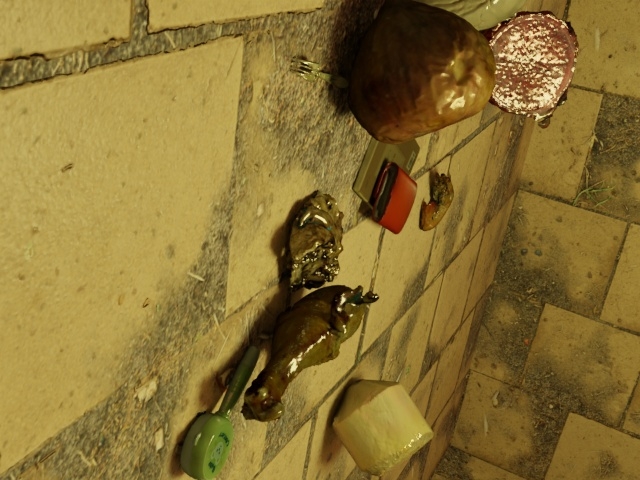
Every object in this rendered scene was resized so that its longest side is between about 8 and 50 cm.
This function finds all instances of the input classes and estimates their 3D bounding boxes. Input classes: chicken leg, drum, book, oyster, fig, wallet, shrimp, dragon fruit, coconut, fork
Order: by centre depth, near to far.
[{"bbox_3d":[0.007,-0.283,1.400,0.219,0.028,0.034,-4,108,-67],"label":"fork"},{"bbox_3d":[-0.178,0.299,1.430,0.130,0.049,0.253,52,55,-66],"label":"drum"},{"bbox_3d":[0.172,-0.373,1.488,0.286,0.286,0.369,-25,104,-62],"label":"fig"},{"bbox_3d":[-0.050,0.210,1.539,0.361,0.140,0.211,-42,174,-35],"label":"chicken leg"},{"bbox_3d":[0.000,0.000,1.567,0.214,0.083,0.223,82,28,-55],"label":"oyster"},{"bbox_3d":[0.161,-0.172,1.884,0.217,0.021,0.310,-68,159,-6],"label":"book"},{"bbox_3d":[0.173,-0.096,1.891,0.142,0.045,0.204,-71,160,-1],"label":"wallet"},{"bbox_3d":[0.154,0.485,2.155,0.239,0.244,0.239,-32,161,-12],"label":"coconut"},{"bbox_3d":[0.532,-0.495,2.238,0.263,0.296,0.314,-110,-154,-67],"label":"dragon fruit"},{"bbox_3d":[0.335,-0.116,2.306,0.150,0.068,0.249,-53,158,-27],"label":"shrimp"}]

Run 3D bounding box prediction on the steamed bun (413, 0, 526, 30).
[{"bbox_3d":[0.344,-0.588,1.645,0.384,0.236,0.247,-69,167,10],"label":"steamed bun"}]
